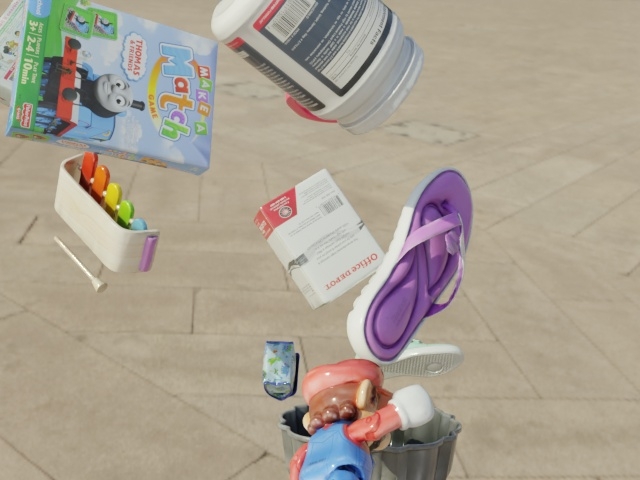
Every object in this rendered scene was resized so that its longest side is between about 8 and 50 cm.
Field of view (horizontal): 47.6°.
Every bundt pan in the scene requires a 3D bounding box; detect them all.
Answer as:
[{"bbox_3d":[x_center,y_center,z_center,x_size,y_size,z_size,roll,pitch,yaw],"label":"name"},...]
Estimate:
[{"bbox_3d":[0.085,0.380,1.301,0.331,0.124,0.331,2,2,0],"label":"bundt pan"}]

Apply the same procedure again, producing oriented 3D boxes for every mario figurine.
[{"bbox_3d":[0.049,0.296,0.960,0.198,0.170,0.320,1,37,13],"label":"mario figurine"}]

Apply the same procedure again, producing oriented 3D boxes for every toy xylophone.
[{"bbox_3d":[-0.489,-0.037,1.589,0.081,0.236,0.322,-20,61,-46],"label":"toy xylophone"}]

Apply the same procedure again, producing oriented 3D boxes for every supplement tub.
[{"bbox_3d":[-0.002,-0.299,1.056,0.272,0.191,0.191,35,10,-25],"label":"supplement tub"}]

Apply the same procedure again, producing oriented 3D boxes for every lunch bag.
[{"bbox_3d":[-0.108,0.361,1.999,0.096,0.151,0.128,3,61,1],"label":"lunch bag"}]

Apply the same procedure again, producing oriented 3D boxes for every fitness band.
[{"bbox_3d":[0.017,-0.395,2.048,0.209,0.054,0.291,2,-7,16],"label":"fitness band"}]

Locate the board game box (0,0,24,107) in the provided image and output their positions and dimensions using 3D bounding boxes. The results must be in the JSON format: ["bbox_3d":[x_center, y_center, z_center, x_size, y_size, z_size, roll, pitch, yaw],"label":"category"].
[{"bbox_3d":[-0.580,-0.372,1.599,0.304,0.224,0.097,28,-23,-6],"label":"board game box"}]

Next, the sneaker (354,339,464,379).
[{"bbox_3d":[0.198,0.231,1.646,0.256,0.094,0.151,-10,41,21],"label":"sneaker"}]

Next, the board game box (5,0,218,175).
[{"bbox_3d":[-0.219,-0.170,0.792,0.212,0.160,0.039,10,-15,-32],"label":"board game box"}]

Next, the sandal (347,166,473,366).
[{"bbox_3d":[0.191,0.045,1.242,0.102,0.169,0.416,-5,46,48],"label":"sandal"}]

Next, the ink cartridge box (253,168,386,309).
[{"bbox_3d":[0.000,0.000,1.731,0.197,0.272,0.114,-33,-5,-20],"label":"ink cartridge box"}]
